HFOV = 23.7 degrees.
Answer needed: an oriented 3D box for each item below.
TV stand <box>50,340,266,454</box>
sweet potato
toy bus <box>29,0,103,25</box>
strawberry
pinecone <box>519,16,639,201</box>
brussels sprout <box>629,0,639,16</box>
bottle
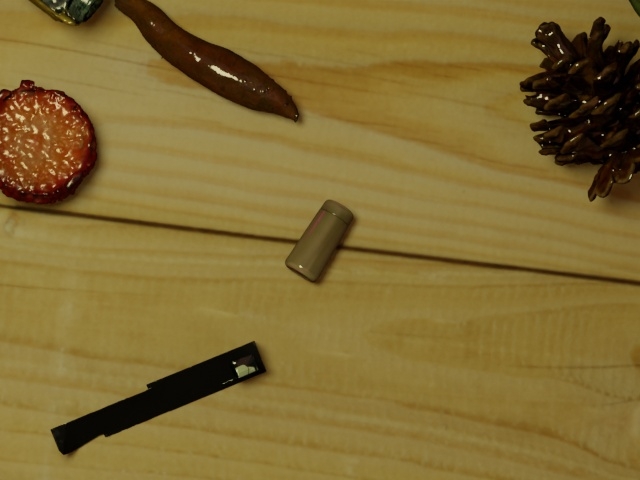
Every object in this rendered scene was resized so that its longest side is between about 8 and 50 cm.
[{"bbox_3d":[-0.188,0.184,1.788,0.256,0.049,0.040,-22,87,-6],"label":"TV stand"},{"bbox_3d":[-0.138,-0.215,1.829,0.264,0.057,0.057,31,83,1],"label":"sweet potato"},{"bbox_3d":[-0.228,-0.403,1.807,0.121,0.123,0.335,37,83,0],"label":"toy bus"},{"bbox_3d":[-0.332,-0.111,1.789,0.145,0.086,0.145,0,86,-4],"label":"strawberry"},{"bbox_3d":[0.325,-0.164,1.798,0.212,0.168,0.185,38,52,12],"label":"pinecone"},{"bbox_3d":[0.545,-0.399,1.739,0.342,0.361,0.425,33,84,4],"label":"brussels sprout"},{"bbox_3d":[0.000,0.000,1.822,0.045,0.045,0.096,33,81,0],"label":"bottle"}]
